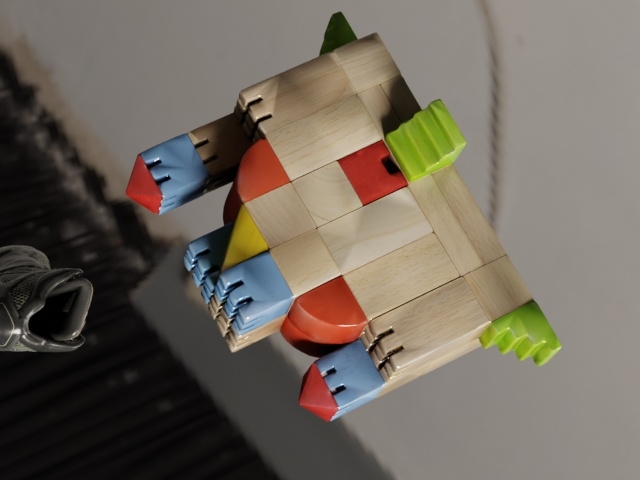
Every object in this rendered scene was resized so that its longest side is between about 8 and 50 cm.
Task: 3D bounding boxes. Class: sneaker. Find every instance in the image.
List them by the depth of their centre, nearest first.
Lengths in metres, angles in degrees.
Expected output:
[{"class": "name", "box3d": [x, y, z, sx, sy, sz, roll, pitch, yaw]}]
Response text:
[{"class": "sneaker", "box3d": [-0.270, 0.059, 1.838, 0.130, 0.227, 0.087, 3, 99, 6]}]

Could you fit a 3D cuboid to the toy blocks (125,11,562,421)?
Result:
[{"class": "toy blocks", "box3d": [0.000, 0.000, 1.712, 0.381, 0.261, 0.191, 60, 161, 13]}]
